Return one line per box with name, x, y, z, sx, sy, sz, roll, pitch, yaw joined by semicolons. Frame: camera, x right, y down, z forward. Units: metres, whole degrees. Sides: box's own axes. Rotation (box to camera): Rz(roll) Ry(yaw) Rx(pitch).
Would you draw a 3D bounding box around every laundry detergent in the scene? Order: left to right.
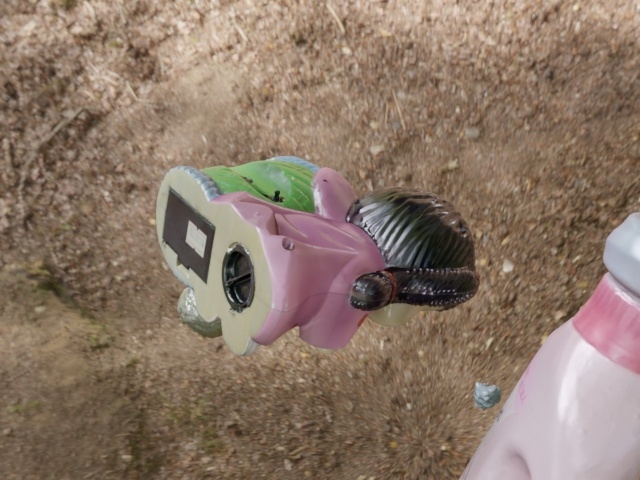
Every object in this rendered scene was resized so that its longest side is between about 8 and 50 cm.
laundry detergent;0.149;0.142;0.530;0.087;0.159;0.335;24;112;3

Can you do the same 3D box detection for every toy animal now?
toy animal;-0.163;0.099;1.293;0.098;0.137;0.098;-1;88;13

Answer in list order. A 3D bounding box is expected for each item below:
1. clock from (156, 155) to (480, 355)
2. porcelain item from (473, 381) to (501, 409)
clock;0.000;0.000;0.613;0.194;0.195;0.100;40;126;48
porcelain item;0.216;0.203;1.084;0.036;0.083;0.028;17;75;14
